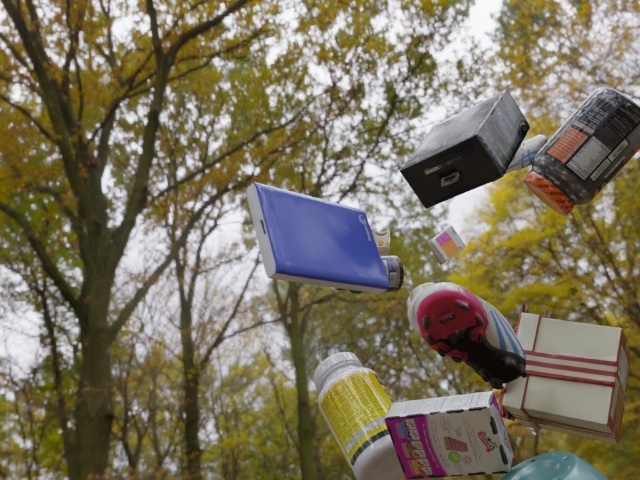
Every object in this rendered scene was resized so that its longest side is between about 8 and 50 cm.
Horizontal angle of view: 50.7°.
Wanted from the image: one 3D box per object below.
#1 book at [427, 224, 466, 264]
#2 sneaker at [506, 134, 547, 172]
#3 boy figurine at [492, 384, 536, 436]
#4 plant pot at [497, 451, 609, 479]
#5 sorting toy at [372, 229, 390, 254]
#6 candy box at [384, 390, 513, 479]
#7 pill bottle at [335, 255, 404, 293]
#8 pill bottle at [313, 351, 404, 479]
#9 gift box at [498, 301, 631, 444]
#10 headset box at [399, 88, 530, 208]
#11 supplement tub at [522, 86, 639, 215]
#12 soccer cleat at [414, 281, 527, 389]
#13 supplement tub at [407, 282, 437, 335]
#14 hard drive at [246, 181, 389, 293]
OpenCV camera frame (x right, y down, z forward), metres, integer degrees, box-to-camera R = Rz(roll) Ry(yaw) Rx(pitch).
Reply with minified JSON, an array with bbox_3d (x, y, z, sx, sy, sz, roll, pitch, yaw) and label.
[{"bbox_3d":[0.453,0.013,2.419,0.144,0.096,0.035,-31,-3,-40],"label":"book"},{"bbox_3d":[0.588,-0.259,2.082,0.086,0.085,0.237,39,-47,-21],"label":"sneaker"},{"bbox_3d":[0.565,0.493,1.971,0.285,0.177,0.092,-27,-12,10],"label":"boy figurine"},{"bbox_3d":[0.470,0.560,1.314,0.293,0.235,0.293,-27,-3,-1],"label":"plant pot"},{"bbox_3d":[0.170,0.002,1.942,0.083,0.075,0.045,-3,-29,28],"label":"sorting toy"},{"bbox_3d":[0.273,0.417,1.438,0.234,0.159,0.071,-13,14,27],"label":"candy box"},{"bbox_3d":[0.154,0.113,2.228,0.219,0.122,0.122,-1,-32,-18],"label":"pill bottle"},{"bbox_3d":[0.110,0.460,1.782,0.188,0.334,0.187,-16,-48,-18],"label":"pill bottle"},{"bbox_3d":[0.551,0.300,1.549,0.258,0.255,0.276,4,-28,33],"label":"gift box"},{"bbox_3d":[0.372,-0.231,1.740,0.246,0.283,0.131,-23,-71,42],"label":"headset box"},{"bbox_3d":[0.752,-0.247,1.918,0.338,0.207,0.207,-48,-37,6],"label":"supplement tub"},{"bbox_3d":[0.254,0.146,1.196,0.116,0.143,0.331,-32,-48,19],"label":"soccer cleat"},{"bbox_3d":[0.333,0.206,2.031,0.144,0.144,0.200,-19,3,8],"label":"supplement tub"},{"bbox_3d":[0.000,0.000,1.434,0.319,0.210,0.040,11,-38,-42],"label":"hard drive"}]
